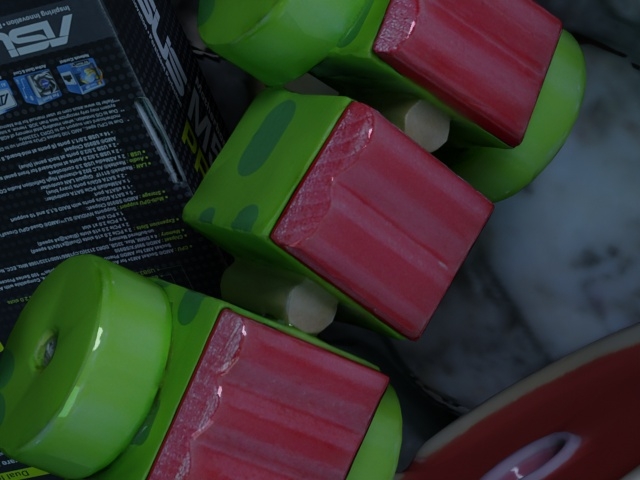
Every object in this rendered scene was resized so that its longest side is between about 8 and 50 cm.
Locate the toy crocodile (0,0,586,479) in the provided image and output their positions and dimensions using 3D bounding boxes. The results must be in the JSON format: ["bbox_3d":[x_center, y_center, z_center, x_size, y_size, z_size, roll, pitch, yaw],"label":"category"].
[{"bbox_3d":[0.000,0.000,0.508,0.115,0.105,0.340,30,84,-28],"label":"toy crocodile"}]

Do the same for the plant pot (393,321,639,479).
[{"bbox_3d":[0.129,0.170,0.564,0.275,0.275,0.243,-30,95,30],"label":"plant pot"}]

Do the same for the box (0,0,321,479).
[{"bbox_3d":[-0.160,0.006,0.621,0.270,0.060,0.216,-13,128,15],"label":"box"}]
